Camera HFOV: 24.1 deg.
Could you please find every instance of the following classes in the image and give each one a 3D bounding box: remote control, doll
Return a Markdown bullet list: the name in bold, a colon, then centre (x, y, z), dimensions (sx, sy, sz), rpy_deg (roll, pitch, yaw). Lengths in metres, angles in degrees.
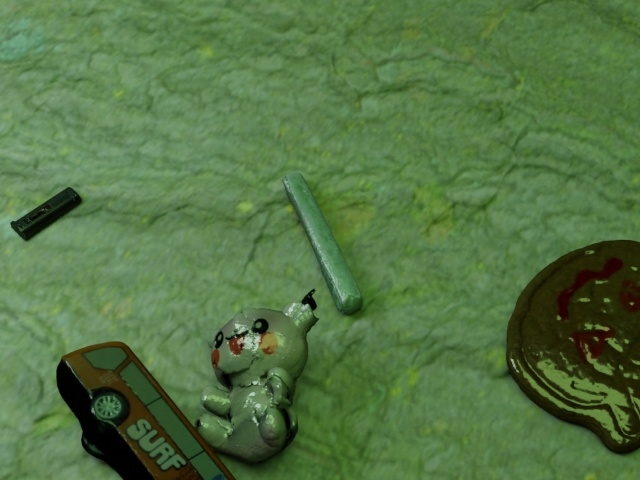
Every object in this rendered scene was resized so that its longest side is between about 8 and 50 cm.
- **remote control**: centre (-0.335, -0.036, 1.837), dimensions (0.091, 0.016, 0.034), rpy_deg (-37, 63, -26)
- **doll**: centre (-0.067, 0.155, 1.689), dimensions (0.149, 0.095, 0.192), rpy_deg (-18, 57, 34)

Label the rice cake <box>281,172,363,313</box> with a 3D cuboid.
- **rice cake**: centre (0.000, 0.000, 1.841), dimensions (0.033, 0.033, 0.208), rpy_deg (-17, 60, -15)

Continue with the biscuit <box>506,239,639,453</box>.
- **biscuit**: centre (0.361, 0.119, 1.798), dimensions (0.257, 0.049, 0.273), rpy_deg (39, 63, 17)

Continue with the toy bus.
- **toy bus**: centre (-0.144, 0.277, 1.612), dimensions (0.092, 0.093, 0.409), rpy_deg (-28, 65, -31)
